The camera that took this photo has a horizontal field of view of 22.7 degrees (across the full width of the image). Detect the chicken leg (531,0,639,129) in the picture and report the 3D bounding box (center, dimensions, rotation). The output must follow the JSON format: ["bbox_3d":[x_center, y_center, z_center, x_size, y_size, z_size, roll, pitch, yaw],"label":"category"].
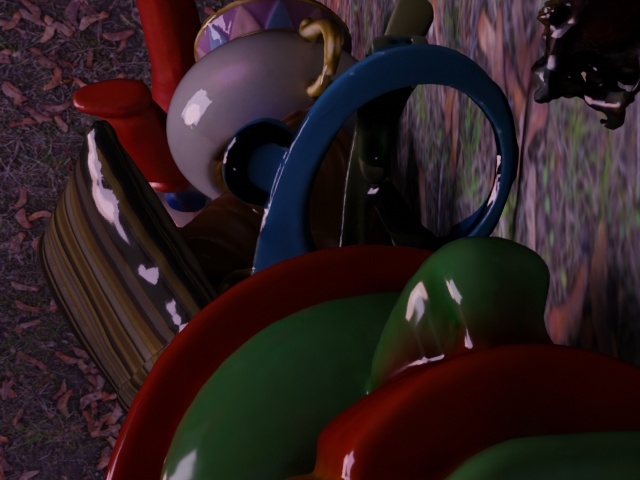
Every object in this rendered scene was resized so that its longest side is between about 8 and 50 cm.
[{"bbox_3d":[0.079,-0.104,0.347,0.253,0.051,0.106,94,178,-51],"label":"chicken leg"}]

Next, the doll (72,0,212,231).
[{"bbox_3d":[-0.085,-0.039,1.151,0.384,0.099,0.188,68,-158,-52],"label":"doll"}]

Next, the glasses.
[{"bbox_3d":[0.043,-0.012,0.704,0.207,0.102,0.239,-56,-25,-46],"label":"glasses"}]

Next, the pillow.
[{"bbox_3d":[-0.082,0.060,0.833,0.208,0.052,0.212,60,157,7],"label":"pillow"}]

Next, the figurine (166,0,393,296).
[{"bbox_3d":[-0.021,-0.018,0.932,0.189,0.142,0.263,113,159,-51],"label":"figurine"}]

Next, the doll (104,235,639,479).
[{"bbox_3d":[0.013,0.093,0.493,0.363,0.160,0.182,178,84,-85],"label":"doll"}]
